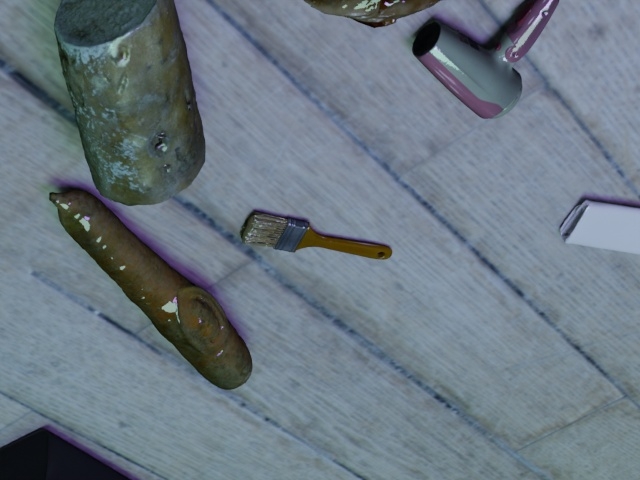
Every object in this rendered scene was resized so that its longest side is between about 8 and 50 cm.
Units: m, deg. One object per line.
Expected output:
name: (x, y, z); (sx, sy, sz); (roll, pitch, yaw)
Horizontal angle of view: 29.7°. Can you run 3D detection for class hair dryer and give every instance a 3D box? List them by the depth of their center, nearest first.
hair dryer: (0.168, -0.189, 1.070); (0.154, 0.054, 0.106); (-43, 126, 17)

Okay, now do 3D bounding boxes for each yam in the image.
yam: (-0.158, -0.131, 1.007); (0.107, 0.107, 0.194); (-9, 137, -3)

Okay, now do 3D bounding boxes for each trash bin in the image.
trash bin: (-0.321, 0.342, 1.488); (0.165, 0.115, 0.225); (-26, 132, 17)

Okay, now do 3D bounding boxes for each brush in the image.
brush: (0.000, 0.000, 1.254); (0.169, 0.014, 0.043); (10, 133, -24)

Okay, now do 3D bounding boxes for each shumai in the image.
shumai: (0.053, -0.208, 0.967); (0.139, 0.123, 0.105); (-31, 147, 2)

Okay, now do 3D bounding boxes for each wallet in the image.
wallet: (0.323, -0.014, 1.300); (0.122, 0.025, 0.061); (8, 136, -20)

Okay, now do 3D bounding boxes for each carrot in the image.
carrot: (-0.164, 0.052, 1.237); (0.070, 0.070, 0.342); (-24, 135, 14)
